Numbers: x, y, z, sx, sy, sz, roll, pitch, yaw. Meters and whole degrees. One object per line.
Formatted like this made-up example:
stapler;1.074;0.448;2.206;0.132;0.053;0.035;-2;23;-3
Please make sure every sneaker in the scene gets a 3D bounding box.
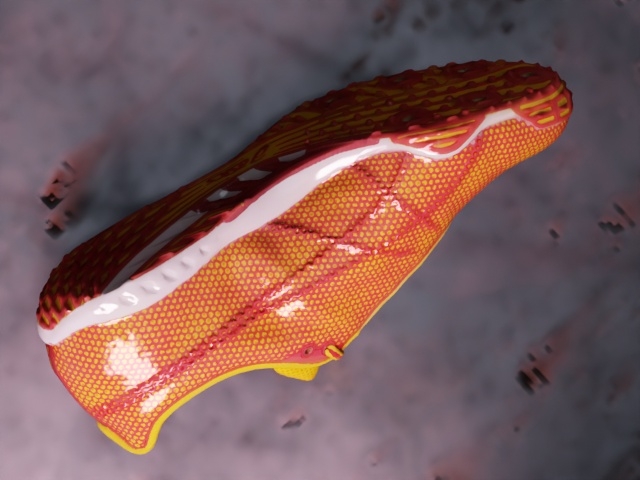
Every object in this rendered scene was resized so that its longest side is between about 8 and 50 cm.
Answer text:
sneaker;0.000;0.000;0.547;0.175;0.064;0.067;-29;115;-6
